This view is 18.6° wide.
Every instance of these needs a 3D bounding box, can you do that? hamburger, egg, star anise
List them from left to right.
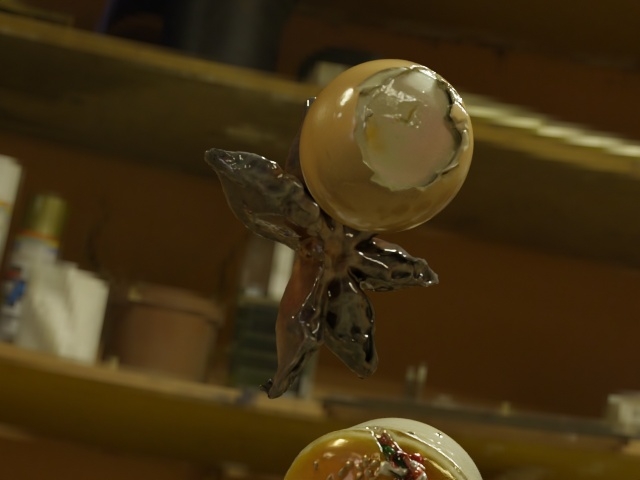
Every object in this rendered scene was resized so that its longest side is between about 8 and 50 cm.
[{"bbox_3d":[0.014,-0.001,1.406,0.172,0.208,0.063,-15,5,-31],"label":"star anise"},{"bbox_3d":[0.028,-0.042,0.911,0.080,0.080,0.096,15,-14,-18],"label":"egg"},{"bbox_3d":[0.064,0.321,1.927,0.227,0.295,0.151,-2,18,26],"label":"hamburger"}]
